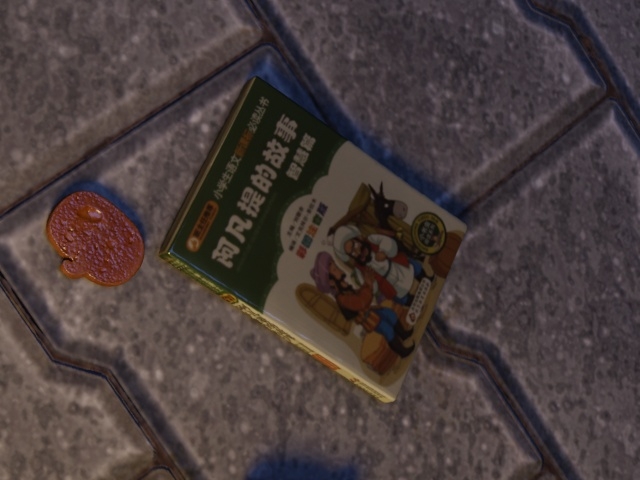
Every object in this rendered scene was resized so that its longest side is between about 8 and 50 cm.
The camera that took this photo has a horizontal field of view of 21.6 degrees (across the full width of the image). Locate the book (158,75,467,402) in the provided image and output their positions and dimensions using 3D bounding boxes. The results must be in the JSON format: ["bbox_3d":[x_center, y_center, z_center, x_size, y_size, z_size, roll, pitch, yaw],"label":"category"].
[{"bbox_3d":[0.000,0.000,1.554,0.264,0.027,0.202,35,64,-19],"label":"book"}]

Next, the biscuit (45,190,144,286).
[{"bbox_3d":[-0.196,0.002,1.444,0.091,0.015,0.078,46,61,-13],"label":"biscuit"}]
